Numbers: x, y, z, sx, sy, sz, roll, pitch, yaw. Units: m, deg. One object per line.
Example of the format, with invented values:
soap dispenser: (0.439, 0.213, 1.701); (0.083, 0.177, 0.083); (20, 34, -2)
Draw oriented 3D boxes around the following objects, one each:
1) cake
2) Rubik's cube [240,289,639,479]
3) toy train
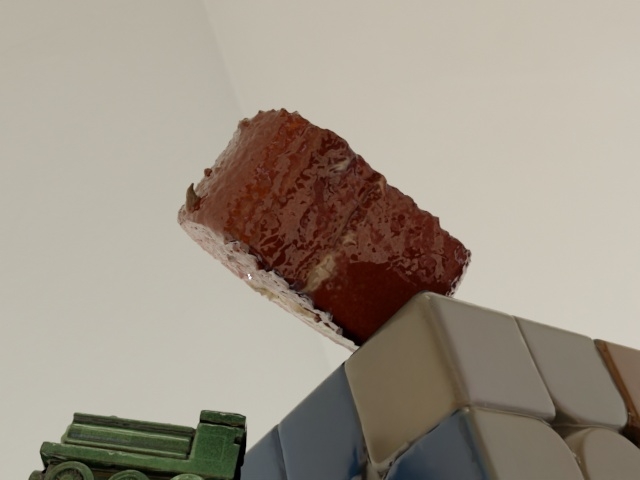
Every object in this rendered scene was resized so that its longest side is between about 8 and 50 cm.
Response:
cake: (0.000, 0.000, 0.875); (0.283, 0.177, 0.150); (36, -97, -24)
Rubik's cube: (0.154, 0.300, 0.809); (0.344, 0.346, 0.346); (16, -139, -35)
toy train: (-0.143, 0.187, 0.730); (0.111, 0.171, 0.071); (-80, -4, -46)
